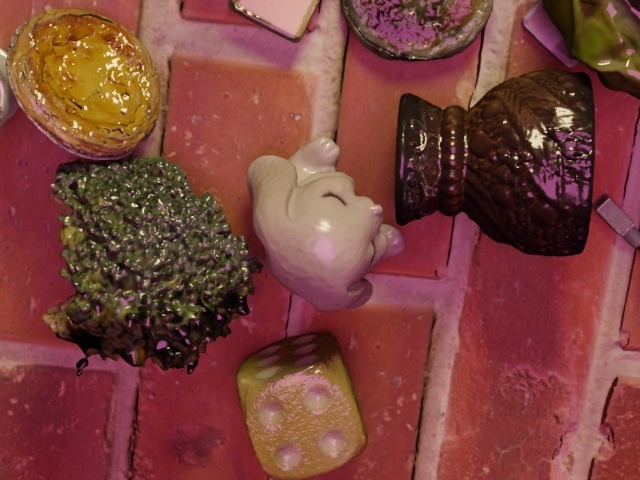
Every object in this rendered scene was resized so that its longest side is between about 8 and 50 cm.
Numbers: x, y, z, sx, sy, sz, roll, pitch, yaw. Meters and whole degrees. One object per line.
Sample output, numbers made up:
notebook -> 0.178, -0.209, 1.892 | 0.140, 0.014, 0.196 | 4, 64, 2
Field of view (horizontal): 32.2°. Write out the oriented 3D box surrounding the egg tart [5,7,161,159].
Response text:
egg tart -> -0.335, -0.217, 1.564 | 0.234, 0.234, 0.094 | 49, 140, -12

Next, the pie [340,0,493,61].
pie -> 0.143, -0.369, 1.605 | 0.240, 0.054, 0.240 | 0, 104, -1

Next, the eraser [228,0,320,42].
eraser -> -0.046, -0.384, 1.588 | 0.117, 0.058, 0.172 | 26, 101, -8

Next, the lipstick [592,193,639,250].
lipstick -> 0.475, -0.015, 1.717 | 0.129, 0.030, 0.030 | 44, 98, -11

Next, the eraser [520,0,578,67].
eraser -> 0.353, -0.311, 1.643 | 0.105, 0.026, 0.065 | 42, 101, -11

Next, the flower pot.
flower pot -> 0.243, -0.110, 1.578 | 0.267, 0.266, 0.266 | 1, 104, 9

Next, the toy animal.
toy animal -> 0.000, 0.000, 1.578 | 0.206, 0.265, 0.272 | -33, 105, 7

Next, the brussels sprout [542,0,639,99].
brussels sprout -> 0.473, -0.414, 1.475 | 0.361, 0.342, 0.425 | 51, 132, 26

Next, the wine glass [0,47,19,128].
wine glass -> -0.499, -0.206, 1.537 | 0.165, 0.196, 0.165 | -1, 103, -5

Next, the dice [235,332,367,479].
dice -> -0.028, 0.250, 1.684 | 0.166, 0.169, 0.169 | -17, 104, 1

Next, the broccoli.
broccoli -> -0.282, 0.048, 1.584 | 0.348, 0.293, 0.281 | 42, 139, 7
